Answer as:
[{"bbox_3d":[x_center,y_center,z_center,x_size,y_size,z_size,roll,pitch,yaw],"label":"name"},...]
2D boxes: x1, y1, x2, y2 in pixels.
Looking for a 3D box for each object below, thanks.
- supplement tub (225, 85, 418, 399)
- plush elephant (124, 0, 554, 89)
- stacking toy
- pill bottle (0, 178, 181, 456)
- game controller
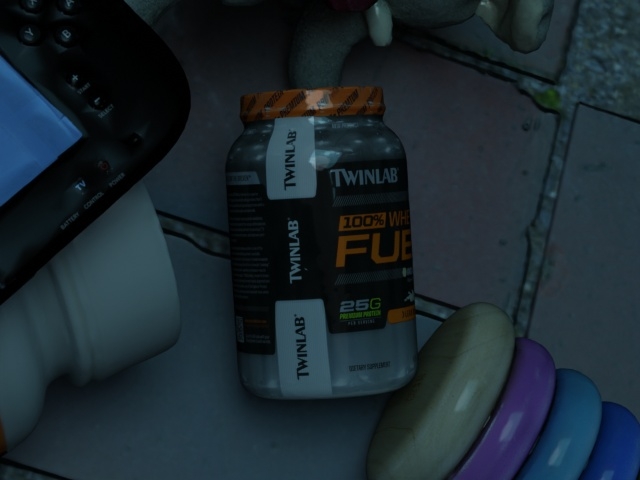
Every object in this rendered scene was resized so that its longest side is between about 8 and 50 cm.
[{"bbox_3d":[0.000,0.000,0.956,0.117,0.117,0.190,-5,93,-14],"label":"supplement tub"},{"bbox_3d":[0.004,-0.208,1.016,0.330,0.272,0.255,-42,123,9],"label":"plush elephant"},{"bbox_3d":[0.199,0.179,0.967,0.330,0.141,0.141,32,66,-7],"label":"stacking toy"},{"bbox_3d":[-0.293,0.050,0.847,0.392,0.224,0.224,-23,76,-18],"label":"pill bottle"},{"bbox_3d":[-0.214,-0.027,0.735,0.166,0.067,0.319,41,66,11],"label":"game controller"}]
